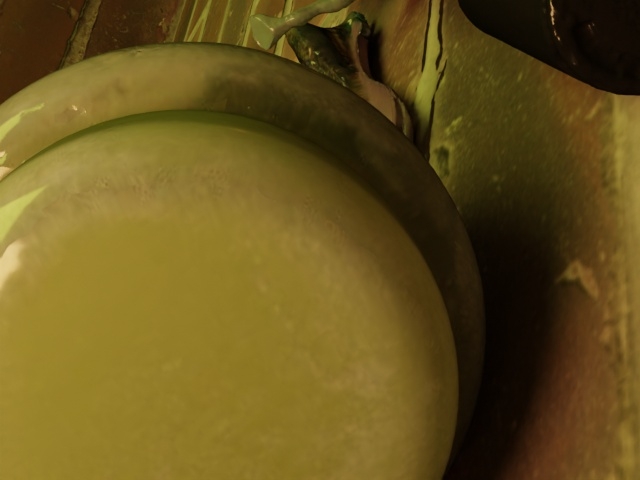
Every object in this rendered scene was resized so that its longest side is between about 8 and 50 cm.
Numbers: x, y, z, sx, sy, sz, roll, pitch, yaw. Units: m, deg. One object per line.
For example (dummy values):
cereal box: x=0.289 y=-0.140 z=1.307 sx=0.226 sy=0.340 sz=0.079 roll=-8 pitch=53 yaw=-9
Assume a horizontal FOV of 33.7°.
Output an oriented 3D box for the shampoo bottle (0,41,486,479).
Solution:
shampoo bottle: x=-0.073 y=0.047 z=0.612 sx=0.317 sy=0.322 sz=0.322 roll=-115 pitch=48 yaw=-76

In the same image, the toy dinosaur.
toy dinosaur: x=0.035 y=-0.253 z=0.968 sx=0.205 sy=0.092 sz=0.393 roll=-25 pitch=14 yaw=-11

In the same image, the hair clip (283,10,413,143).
hair clip: x=0.026 y=-0.119 z=0.981 sx=0.110 sy=0.095 sz=0.358 roll=-33 pitch=35 yaw=11

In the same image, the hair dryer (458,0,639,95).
hair dryer: x=0.131 y=-0.218 z=0.568 sx=0.197 sy=0.089 sz=0.251 roll=-113 pitch=15 yaw=-71
